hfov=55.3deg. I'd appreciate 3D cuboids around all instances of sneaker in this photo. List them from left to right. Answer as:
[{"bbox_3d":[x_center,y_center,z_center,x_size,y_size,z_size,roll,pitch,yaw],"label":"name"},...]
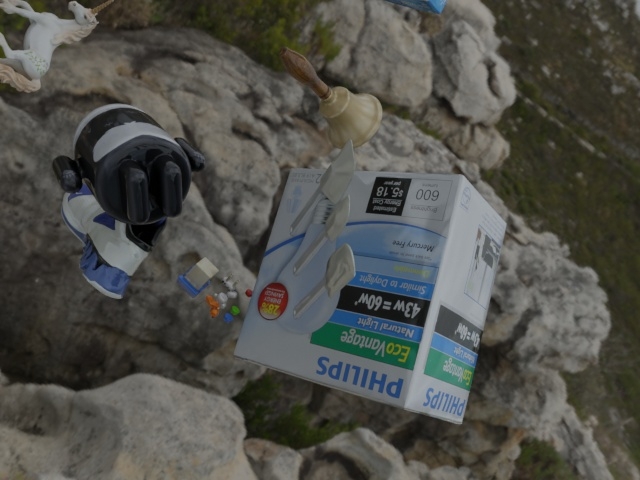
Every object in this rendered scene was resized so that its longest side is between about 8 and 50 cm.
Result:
[{"bbox_3d":[-0.411,-0.037,1.264,0.127,0.182,0.315,43,5,-46],"label":"sneaker"}]

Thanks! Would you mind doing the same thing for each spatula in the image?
[{"bbox_3d":[0.000,0.000,0.750,0.019,0.242,0.168,2,69,-17],"label":"spatula"}]

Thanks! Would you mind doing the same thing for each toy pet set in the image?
[{"bbox_3d":[-0.190,0.093,1.038,0.114,0.065,0.122,45,21,-2],"label":"toy pet set"}]

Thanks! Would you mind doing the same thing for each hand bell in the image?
[{"bbox_3d":[0.004,-0.278,1.126,0.242,0.126,0.126,33,26,-50],"label":"hand bell"}]

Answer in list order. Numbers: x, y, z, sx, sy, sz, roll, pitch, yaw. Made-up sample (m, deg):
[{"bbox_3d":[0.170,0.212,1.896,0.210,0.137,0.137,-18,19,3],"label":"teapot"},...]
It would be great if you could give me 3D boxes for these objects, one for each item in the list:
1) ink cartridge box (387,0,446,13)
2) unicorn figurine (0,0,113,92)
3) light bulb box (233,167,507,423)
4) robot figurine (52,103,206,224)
[{"bbox_3d":[0.133,-0.538,1.054,0.168,0.171,0.232,32,9,36],"label":"ink cartridge box"},{"bbox_3d":[-0.350,-0.257,0.760,0.111,0.162,0.060,26,-3,-37],"label":"unicorn figurine"},{"bbox_3d":[0.088,0.086,1.061,0.225,0.357,0.361,30,71,-50],"label":"light bulb box"},{"bbox_3d":[-0.335,-0.133,1.084,0.209,0.174,0.278,31,8,-45],"label":"robot figurine"}]
